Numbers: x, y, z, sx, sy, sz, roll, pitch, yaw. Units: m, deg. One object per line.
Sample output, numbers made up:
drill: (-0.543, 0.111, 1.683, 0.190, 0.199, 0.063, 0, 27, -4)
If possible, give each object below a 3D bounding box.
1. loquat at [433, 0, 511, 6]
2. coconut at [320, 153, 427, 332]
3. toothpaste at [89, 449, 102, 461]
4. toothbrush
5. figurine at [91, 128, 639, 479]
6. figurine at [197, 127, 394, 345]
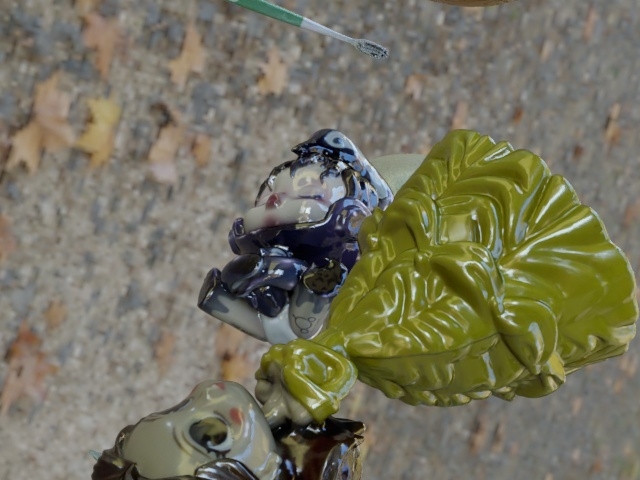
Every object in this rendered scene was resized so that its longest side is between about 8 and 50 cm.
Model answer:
loquat: (0.149, -0.377, 1.363, 0.328, 0.328, 0.328, -50, 149, -45)
coconut: (0.092, 0.029, 1.529, 0.247, 0.244, 0.245, -72, 175, -79)
toothpaste: (-0.105, 0.226, 1.239, 0.216, 0.062, 0.037, 31, 89, -38)
toothbrush: (-0.040, -0.254, 1.654, 0.024, 0.257, 0.018, -118, -131, -74)
figurine: (0.007, 0.081, 0.853, 0.315, 0.187, 0.168, -33, 145, -22)
figurine: (0.000, 0.000, 1.285, 0.145, 0.145, 0.222, 86, 24, -43)
